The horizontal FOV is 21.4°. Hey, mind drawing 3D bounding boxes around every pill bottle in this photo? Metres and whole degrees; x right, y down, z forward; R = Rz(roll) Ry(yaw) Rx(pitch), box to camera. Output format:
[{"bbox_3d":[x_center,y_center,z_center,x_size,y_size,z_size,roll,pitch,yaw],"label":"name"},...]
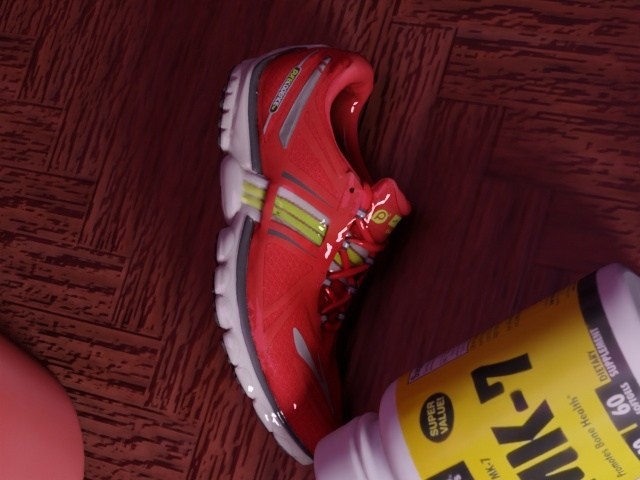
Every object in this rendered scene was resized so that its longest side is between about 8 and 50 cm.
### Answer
[{"bbox_3d":[0.109,0.110,0.961,0.208,0.119,0.119,-31,62,18],"label":"pill bottle"}]

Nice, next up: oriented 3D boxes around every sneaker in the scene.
[{"bbox_3d":[0.000,0.000,1.071,0.118,0.107,0.279,-9,72,17],"label":"sneaker"}]

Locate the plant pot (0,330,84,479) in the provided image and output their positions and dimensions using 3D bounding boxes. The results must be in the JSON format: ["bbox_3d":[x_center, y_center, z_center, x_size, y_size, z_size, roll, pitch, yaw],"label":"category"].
[{"bbox_3d":[-0.300,0.138,1.104,0.275,0.243,0.274,-10,69,27],"label":"plant pot"}]
